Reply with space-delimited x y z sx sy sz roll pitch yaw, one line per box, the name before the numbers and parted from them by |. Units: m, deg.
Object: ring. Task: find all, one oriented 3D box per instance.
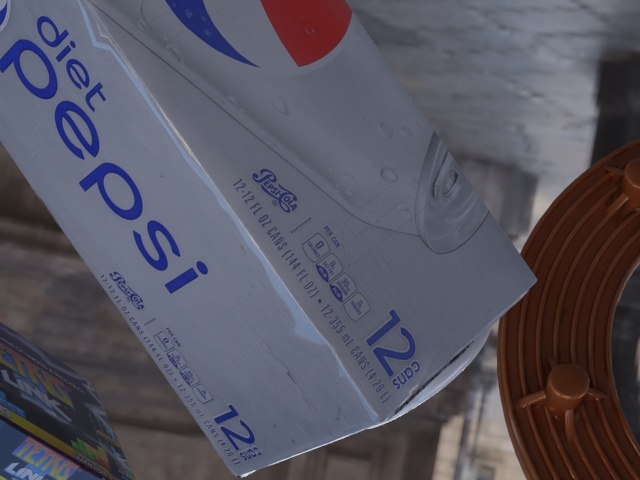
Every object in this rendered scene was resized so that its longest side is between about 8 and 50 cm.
ring | 0.260 0.065 0.768 0.336 0.337 0.032 10 147 4

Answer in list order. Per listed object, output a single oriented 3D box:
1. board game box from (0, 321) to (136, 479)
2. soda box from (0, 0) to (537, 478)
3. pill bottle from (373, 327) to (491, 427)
board game box | -0.206 0.112 0.993 0.170 0.048 0.141 40 -171 -39
soda box | -0.057 -0.066 0.504 0.091 0.286 0.098 -37 -176 -37
pill bottle | 0.000 0.000 0.831 0.193 0.108 0.108 53 166 -11
